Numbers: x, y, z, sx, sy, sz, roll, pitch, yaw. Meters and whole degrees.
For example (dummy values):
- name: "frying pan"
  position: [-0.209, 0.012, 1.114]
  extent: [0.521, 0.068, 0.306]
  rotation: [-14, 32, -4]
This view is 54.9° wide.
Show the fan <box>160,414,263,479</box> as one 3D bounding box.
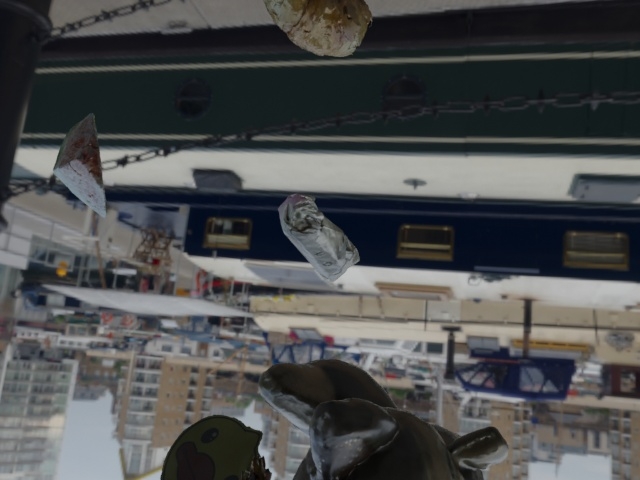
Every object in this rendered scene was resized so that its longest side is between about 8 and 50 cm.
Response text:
- name: "fan"
  position: [-0.263, 0.481, 1.248]
  extent: [0.334, 0.230, 0.011]
  rotation: [-31, 133, -10]

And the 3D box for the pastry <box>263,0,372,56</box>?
- name: "pastry"
  position: [-0.007, -0.287, 0.744]
  extent: [0.081, 0.154, 0.153]
  rotation: [-33, 147, 32]

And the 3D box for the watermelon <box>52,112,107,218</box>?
- name: "watermelon"
  position: [-0.355, -0.124, 0.934]
  extent: [0.081, 0.180, 0.094]
  rotation: [7, 136, -41]

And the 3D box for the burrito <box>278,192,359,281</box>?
- name: "burrito"
  position: [0.001, 0.000, 0.809]
  extent: [0.064, 0.064, 0.203]
  rotation: [0, 156, 23]

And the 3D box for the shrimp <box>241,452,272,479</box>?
- name: "shrimp"
  position: [-0.048, 0.414, 0.861]
  extent: [0.132, 0.236, 0.053]
  rotation: [-8, 159, -31]

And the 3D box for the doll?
- name: "doll"
  position: [0.033, 0.295, 0.785]
  extent: [0.378, 0.253, 0.382]
  rotation: [14, 168, 43]
